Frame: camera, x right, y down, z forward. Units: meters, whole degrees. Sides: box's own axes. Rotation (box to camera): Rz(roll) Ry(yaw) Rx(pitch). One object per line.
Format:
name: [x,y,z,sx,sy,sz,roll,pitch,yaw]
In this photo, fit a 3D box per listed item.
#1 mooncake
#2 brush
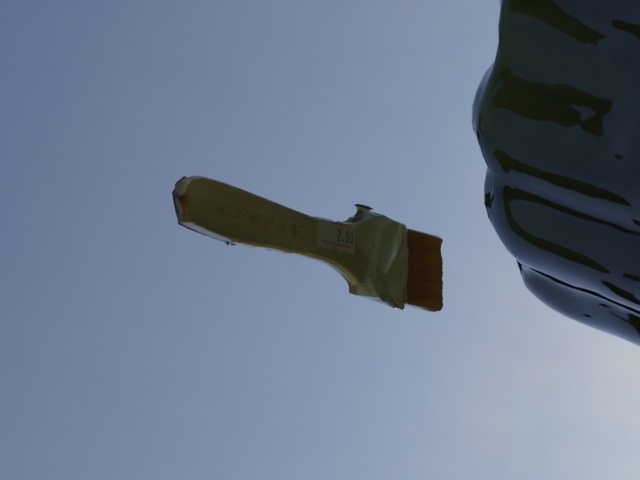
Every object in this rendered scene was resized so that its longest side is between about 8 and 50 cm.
mooncake: [0.229,-0.096,0.952,0.351,0.187,0.351,-33,-46,-42]
brush: [0.000,0.000,1.367,0.336,0.020,0.085,15,-106,-48]
